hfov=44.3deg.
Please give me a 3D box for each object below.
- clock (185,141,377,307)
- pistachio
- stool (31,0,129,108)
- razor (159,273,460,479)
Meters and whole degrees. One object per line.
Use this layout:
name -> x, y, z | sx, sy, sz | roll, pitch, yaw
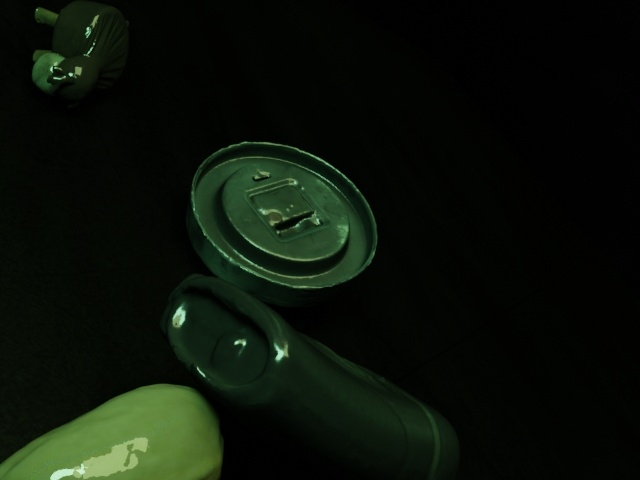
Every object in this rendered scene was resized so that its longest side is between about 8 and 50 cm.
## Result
clock -> -0.056, -0.027, 1.121 | 0.281, 0.055, 0.280 | 14, 44, -14
pistachio -> -0.165, 0.190, 0.642 | 0.136, 0.136, 0.226 | 48, 32, 20
stool -> -0.364, -0.276, 1.164 | 0.121, 0.125, 0.217 | 14, 50, 10
razor -> -0.006, 0.161, 0.800 | 0.349, 0.113, 0.204 | 37, -5, -42
